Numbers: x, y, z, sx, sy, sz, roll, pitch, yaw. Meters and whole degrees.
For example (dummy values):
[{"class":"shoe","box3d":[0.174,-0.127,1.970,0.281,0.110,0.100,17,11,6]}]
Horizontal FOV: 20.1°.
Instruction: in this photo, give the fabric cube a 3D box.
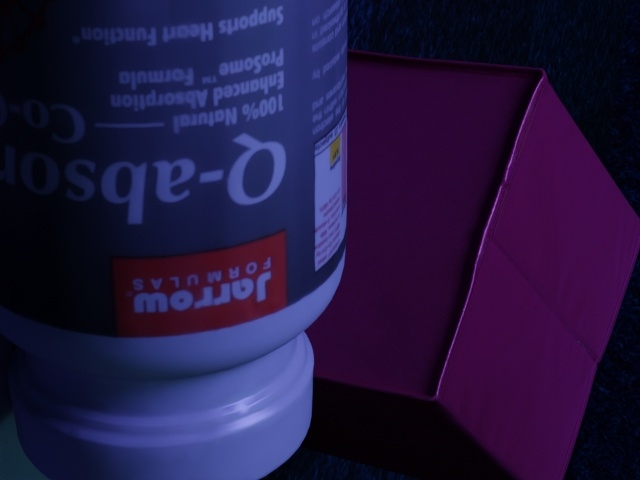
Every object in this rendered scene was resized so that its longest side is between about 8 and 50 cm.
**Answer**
[{"class":"fabric cube","box3d":[0.061,0.023,1.356,0.258,0.254,0.259,44,62,-54]}]

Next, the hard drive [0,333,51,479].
[{"class":"hard drive","box3d":[-0.166,0.003,1.154,0.233,0.047,0.353,26,67,-70]}]

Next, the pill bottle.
[{"class":"pill bottle","box3d":[-0.089,-0.057,0.958,0.210,0.210,0.363,-49,144,-55]}]
